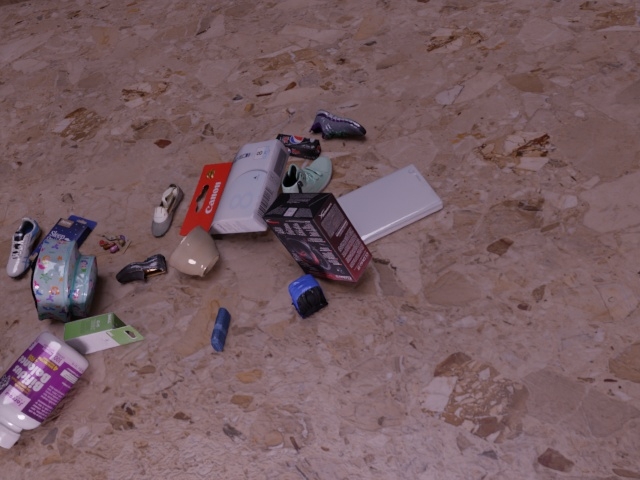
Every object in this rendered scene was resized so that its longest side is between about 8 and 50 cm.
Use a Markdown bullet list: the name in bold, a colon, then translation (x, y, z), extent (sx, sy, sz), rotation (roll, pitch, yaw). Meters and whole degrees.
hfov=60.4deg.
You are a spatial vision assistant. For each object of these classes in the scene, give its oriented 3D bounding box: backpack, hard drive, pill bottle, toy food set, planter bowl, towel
- **backpack**: translation (-0.809, 0.121, 1.733), extent (0.190, 0.254, 0.225), rotation (3, 53, -10)
- **hard drive**: translation (0.217, -0.119, 1.814), extent (0.307, 0.040, 0.203), rotation (-25, 54, -6)
- **pill bottle**: translation (-0.828, 0.426, 1.573), extent (0.169, 0.169, 0.302), rotation (22, 63, 25)
- **toy food set**: translation (-0.733, 0.008, 1.936), extent (0.122, 0.019, 0.078), rotation (10, 58, 18)
- **backpack**: translation (-0.048, 0.156, 1.626), extent (0.097, 0.120, 0.101), rotation (-34, 56, -12)
- **planter bowl**: translation (-0.393, 0.049, 1.768), extent (0.109, 0.162, 0.162), rotation (37, 67, 1)
- **towel**: translation (-0.299, 0.264, 1.636), extent (0.029, 0.067, 0.120), rotation (2, 56, 11)

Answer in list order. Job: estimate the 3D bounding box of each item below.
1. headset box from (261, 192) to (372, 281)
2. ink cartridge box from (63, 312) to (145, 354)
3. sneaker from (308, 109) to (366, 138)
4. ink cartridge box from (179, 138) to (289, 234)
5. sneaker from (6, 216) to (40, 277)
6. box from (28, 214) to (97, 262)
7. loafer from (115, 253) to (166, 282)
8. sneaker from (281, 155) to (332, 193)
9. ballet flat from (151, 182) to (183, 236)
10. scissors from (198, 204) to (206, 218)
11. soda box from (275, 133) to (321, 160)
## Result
- **headset box**: translation (0.000, 0.000, 1.616), extent (0.218, 0.293, 0.110), rotation (4, 50, 45)
- **ink cartridge box**: translation (-0.654, 0.278, 1.676), extent (0.209, 0.109, 0.062), rotation (-14, 55, 2)
- **sneaker**: translation (0.064, -0.405, 2.038), extent (0.223, 0.083, 0.098), rotation (26, 85, 31)
- **ink cartridge box**: translation (-0.314, -0.175, 1.857), extent (0.384, 0.091, 0.309), rotation (-2, 60, 30)
- **sneaker**: translation (-1.069, 0.023, 1.957), extent (0.085, 0.086, 0.237), rotation (-5, 56, 7)
- **box**: translation (-0.921, -0.001, 1.975), extent (0.136, 0.037, 0.225), rotation (14, 58, 21)
- **loafer**: translation (-0.591, 0.104, 1.816), extent (0.169, 0.062, 0.061), rotation (-24, 59, -4)
- **sneaker**: translation (-0.041, -0.227, 1.875), extent (0.094, 0.151, 0.256), rotation (19, 60, 25)
- **ballet flat**: translation (-0.555, -0.115, 1.956), extent (0.072, 0.068, 0.213), rotation (7, 58, 17)
- **scissors**: translation (-0.300, -0.156, 1.959), extent (0.297, 0.021, 0.109), rotation (-39, 55, -14)
- **soda box**: translation (-0.085, -0.345, 2.022), extent (0.168, 0.060, 0.053), rotation (13, 58, 20)
